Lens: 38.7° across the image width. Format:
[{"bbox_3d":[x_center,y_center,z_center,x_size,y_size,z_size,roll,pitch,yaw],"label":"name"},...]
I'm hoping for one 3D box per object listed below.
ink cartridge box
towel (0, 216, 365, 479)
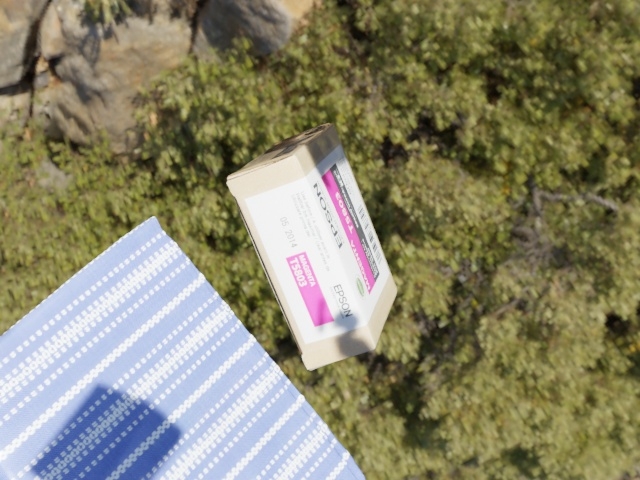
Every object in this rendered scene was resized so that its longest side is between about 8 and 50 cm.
[{"bbox_3d":[0.000,0.000,1.050,0.088,0.235,0.193,-18,-167,17],"label":"ink cartridge box"},{"bbox_3d":[-0.123,0.176,0.768,0.243,0.336,0.040,-45,-166,-34],"label":"towel"}]
